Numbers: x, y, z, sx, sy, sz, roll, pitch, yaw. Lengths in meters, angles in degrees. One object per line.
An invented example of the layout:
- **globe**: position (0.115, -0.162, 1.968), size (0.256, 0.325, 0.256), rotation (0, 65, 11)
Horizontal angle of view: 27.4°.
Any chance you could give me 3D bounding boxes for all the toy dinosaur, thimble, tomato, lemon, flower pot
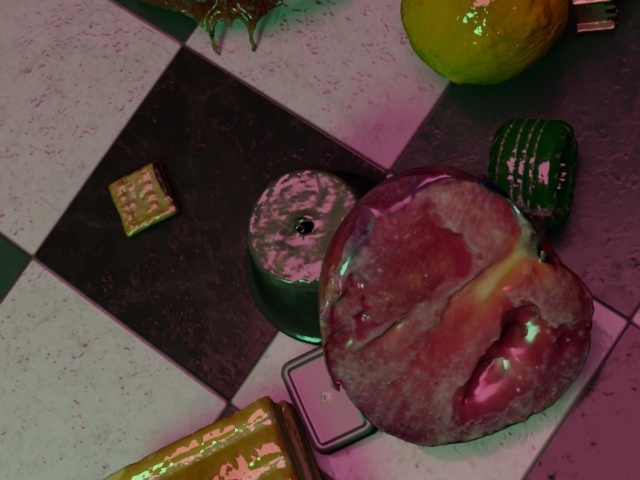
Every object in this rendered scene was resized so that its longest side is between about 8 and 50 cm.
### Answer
- **toy dinosaur**: position (-0.127, -0.351, 1.744), size (0.327, 0.113, 0.206), rotation (-25, 107, 29)
- **thimble**: position (0.250, -0.077, 1.551), size (0.090, 0.118, 0.130), rotation (8, 57, 22)
- **tomato**: position (0.126, 0.059, 1.477), size (0.289, 0.335, 0.176), rotation (-43, 25, 9)
- **lemon**: position (0.195, -0.283, 1.577), size (0.231, 0.192, 0.192), rotation (-21, 64, 54)
- **flower pot**: position (0.000, 0.000, 1.587), size (0.235, 0.148, 0.235), rotation (-4, 74, 14)

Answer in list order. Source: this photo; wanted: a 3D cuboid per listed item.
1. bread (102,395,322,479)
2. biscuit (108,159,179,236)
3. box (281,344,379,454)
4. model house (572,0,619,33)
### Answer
- **bread**: position (-0.112, 0.341, 1.545), size (0.246, 0.111, 0.239), rotation (-25, 69, 9)
- **biscuit**: position (-0.234, -0.055, 1.739), size (0.081, 0.018, 0.083), rotation (-28, 69, 8)
- **box**: position (0.011, 0.189, 1.583), size (0.091, 0.031, 0.126), rotation (-25, 79, 10)
- **model house**: position (0.414, -0.429, 1.572), size (0.244, 0.169, 0.326), rotation (-2, 74, 14)
